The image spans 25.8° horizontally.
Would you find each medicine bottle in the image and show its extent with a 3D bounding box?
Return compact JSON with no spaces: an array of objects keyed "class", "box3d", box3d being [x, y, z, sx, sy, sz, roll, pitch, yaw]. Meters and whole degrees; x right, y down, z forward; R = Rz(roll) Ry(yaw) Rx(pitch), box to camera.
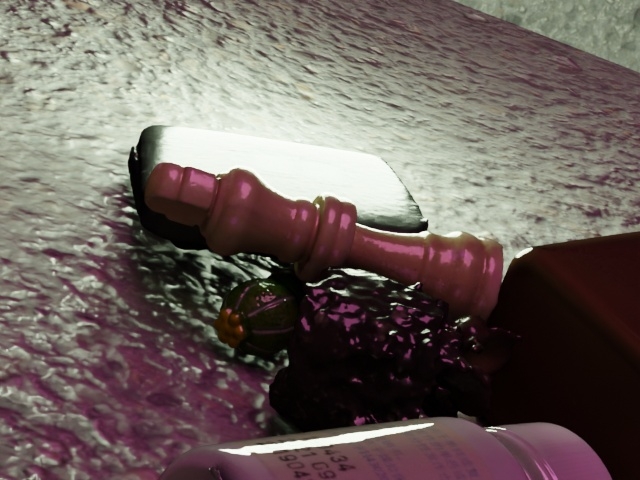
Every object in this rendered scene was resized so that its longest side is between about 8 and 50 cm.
[{"class":"medicine bottle","box3d":[0.056,0.258,1.151,0.379,0.213,0.213,-1,32,-35]}]

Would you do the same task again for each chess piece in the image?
[{"class":"chess piece","box3d":[0.000,0.000,1.522,0.397,0.117,0.117,17,26,-15]}]

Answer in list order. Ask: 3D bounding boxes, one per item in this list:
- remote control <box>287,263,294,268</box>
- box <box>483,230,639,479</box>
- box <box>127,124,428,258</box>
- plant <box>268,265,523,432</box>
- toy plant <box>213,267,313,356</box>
[{"class":"remote control","box3d":[0.096,0.092,1.699,0.285,0.038,0.123,27,29,12]},{"class":"box","box3d":[0.352,0.162,1.507,0.229,0.239,0.339,-4,34,-33]},{"class":"box","box3d":[-0.061,-0.055,1.742,0.350,0.091,0.359,7,17,-12]},{"class":"plant","box3d":[0.071,0.138,1.433,0.234,0.178,0.204,24,22,3]},{"class":"toy plant","box3d":[-0.048,0.081,1.558,0.093,0.092,0.162,35,33,30]}]
